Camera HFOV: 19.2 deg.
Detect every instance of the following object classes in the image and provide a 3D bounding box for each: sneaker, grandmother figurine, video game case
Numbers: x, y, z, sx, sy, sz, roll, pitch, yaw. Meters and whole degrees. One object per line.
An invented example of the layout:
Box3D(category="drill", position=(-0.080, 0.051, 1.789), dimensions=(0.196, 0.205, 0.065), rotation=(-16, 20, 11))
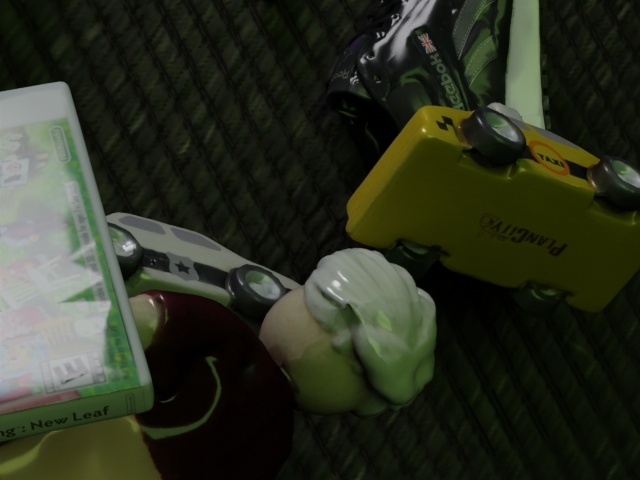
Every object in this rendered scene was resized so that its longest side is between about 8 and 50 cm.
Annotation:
Box3D(category="sneaker", position=(0.065, -0.124, 1.152), dimensions=(0.124, 0.107, 0.283), rotation=(-1, 77, -19))
Box3D(category="grandmother figurine", position=(-0.090, 0.100, 0.940), dimensions=(0.342, 0.208, 0.104), rotation=(-26, 53, -17))
Box3D(category="video game case", position=(-0.192, 0.014, 0.862), dimensions=(0.193, 0.023, 0.212), rotation=(-11, 46, -11))

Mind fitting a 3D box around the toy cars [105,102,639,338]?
Box3D(category="toy cars", position=(0.000, 0.000, 1.051), dimensions=(0.394, 0.176, 0.087), rotation=(-16, 45, -5))
